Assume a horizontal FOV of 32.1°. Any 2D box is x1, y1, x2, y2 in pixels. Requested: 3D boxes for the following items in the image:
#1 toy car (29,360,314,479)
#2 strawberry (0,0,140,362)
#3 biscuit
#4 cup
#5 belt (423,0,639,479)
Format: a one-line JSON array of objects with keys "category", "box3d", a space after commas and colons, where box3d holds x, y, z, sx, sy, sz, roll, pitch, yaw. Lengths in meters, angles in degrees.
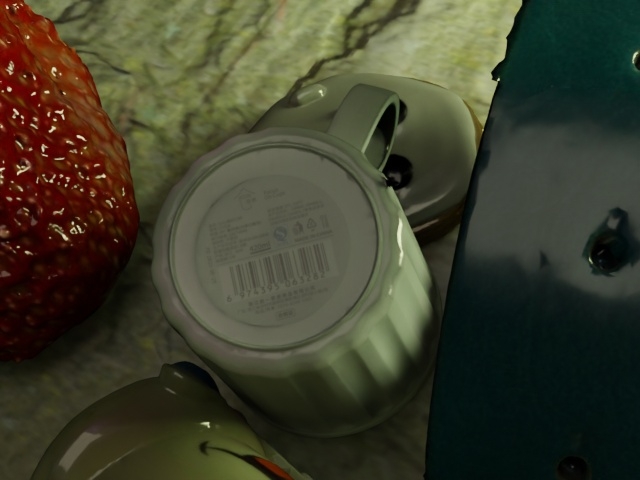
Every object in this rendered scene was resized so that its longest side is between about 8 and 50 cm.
[{"category": "toy car", "box3d": [-0.129, 0.236, 0.607, 0.336, 0.226, 0.242, -44, 58, -14]}, {"category": "strawberry", "box3d": [-0.296, -0.068, 0.849, 0.351, 0.267, 0.312, 34, 62, 4]}, {"category": "biscuit", "box3d": [0.027, -0.062, 0.875, 0.208, 0.049, 0.181, -20, 56, 3]}, {"category": "cup", "box3d": [-0.015, 0.006, 0.717, 0.167, 0.202, 0.221, -12, 72, 6]}, {"category": "belt", "box3d": [0.189, -0.009, 0.644, 0.173, 0.300, 0.436, 7, 59, 18]}]
